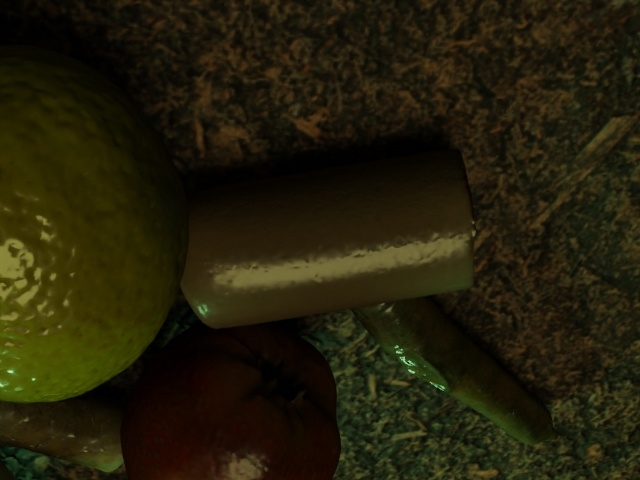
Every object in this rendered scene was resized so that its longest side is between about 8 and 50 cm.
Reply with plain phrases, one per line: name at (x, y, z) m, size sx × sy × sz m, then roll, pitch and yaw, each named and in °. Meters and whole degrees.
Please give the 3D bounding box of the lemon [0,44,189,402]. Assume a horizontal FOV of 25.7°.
lemon at (-0.219, -0.011, 1.018) m, size 0.267 × 0.267 × 0.267 m, roll -7°, pitch 130°, yaw -8°

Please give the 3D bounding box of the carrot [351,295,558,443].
carrot at (0.131, 0.120, 1.328) m, size 0.070 × 0.070 × 0.342 m, roll -36°, pitch 130°, yaw 16°

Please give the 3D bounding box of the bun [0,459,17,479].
bun at (-0.396, 0.328, 1.189) m, size 0.365 × 0.219 × 0.365 m, roll 0°, pitch 90°, yaw 0°

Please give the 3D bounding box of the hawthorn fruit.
hawthorn fruit at (-0.094, 0.178, 1.242) m, size 0.197 × 0.196 × 0.225 m, roll 27°, pitch 124°, yaw -31°

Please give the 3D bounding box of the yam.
yam at (-0.313, 0.121, 1.211) m, size 0.357 × 0.081 × 0.081 m, roll 25°, pitch 119°, yaw -31°

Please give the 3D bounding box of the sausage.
sausage at (0.000, 0.000, 1.159) m, size 0.253 × 0.123 × 0.123 m, roll -9°, pitch 130°, yaw -4°
